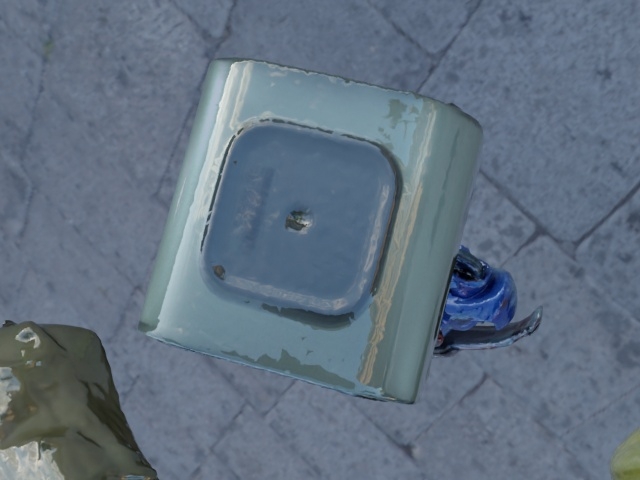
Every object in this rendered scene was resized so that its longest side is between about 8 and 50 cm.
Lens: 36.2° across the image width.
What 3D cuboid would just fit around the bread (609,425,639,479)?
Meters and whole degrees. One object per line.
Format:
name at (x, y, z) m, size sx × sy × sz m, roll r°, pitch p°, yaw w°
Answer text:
bread at (0.569, 0.329, 1.366) m, size 0.237 × 0.320 × 0.320 m, roll 60°, pitch 144°, yaw 18°

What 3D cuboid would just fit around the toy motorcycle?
toy motorcycle at (0.251, 0.099, 1.747) m, size 0.319 × 0.241 × 0.182 m, roll 138°, pitch 130°, yaw -61°

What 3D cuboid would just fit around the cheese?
cheese at (-0.140, 0.152, 0.430) m, size 0.202 × 0.175 × 0.091 m, roll 58°, pitch -178°, yaw 29°

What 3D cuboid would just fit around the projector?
projector at (0.000, 0.000, 0.898) m, size 0.248 × 0.249 × 0.248 m, roll 14°, pitch 174°, yaw 10°
